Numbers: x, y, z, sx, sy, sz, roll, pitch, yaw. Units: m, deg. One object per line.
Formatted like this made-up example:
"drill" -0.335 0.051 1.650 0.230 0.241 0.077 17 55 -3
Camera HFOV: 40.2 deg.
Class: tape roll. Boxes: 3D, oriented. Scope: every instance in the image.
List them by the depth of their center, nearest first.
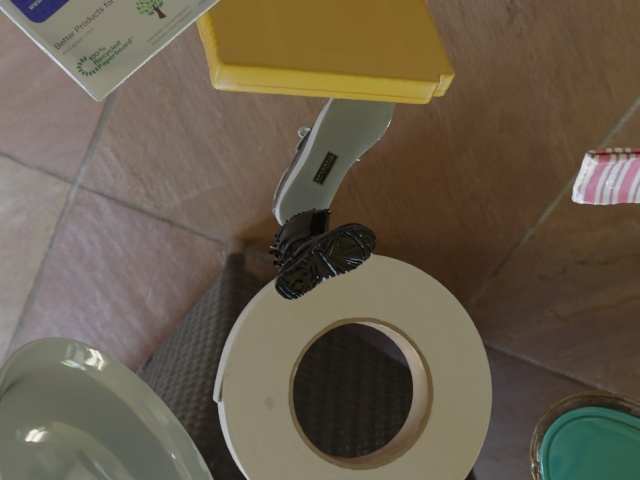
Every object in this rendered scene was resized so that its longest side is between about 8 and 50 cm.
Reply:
"tape roll" 0.048 0.211 1.229 0.392 0.072 0.392 1 85 -13

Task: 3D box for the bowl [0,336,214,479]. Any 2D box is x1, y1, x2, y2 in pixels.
"bowl" -0.213 0.241 0.749 0.134 0.298 0.298 -34 120 12

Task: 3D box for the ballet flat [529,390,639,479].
"ballet flat" 0.273 0.208 0.499 0.342 0.124 0.116 37 108 21

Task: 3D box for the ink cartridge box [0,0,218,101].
"ink cartridge box" -0.184 -0.249 0.515 0.165 0.065 0.333 -38 135 3

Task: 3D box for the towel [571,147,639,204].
"towel" 0.494 -0.095 1.341 0.197 0.029 0.144 0 153 7

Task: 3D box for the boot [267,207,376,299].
"boot" 0.001 0.000 0.875 0.121 0.099 0.045 -33 116 20

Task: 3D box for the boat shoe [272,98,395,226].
"boat shoe" 0.016 -0.156 1.481 0.113 0.105 0.306 24 98 -23

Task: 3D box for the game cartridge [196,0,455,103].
"game cartridge" -0.014 -0.292 1.021 0.285 0.324 0.053 0 145 -23
